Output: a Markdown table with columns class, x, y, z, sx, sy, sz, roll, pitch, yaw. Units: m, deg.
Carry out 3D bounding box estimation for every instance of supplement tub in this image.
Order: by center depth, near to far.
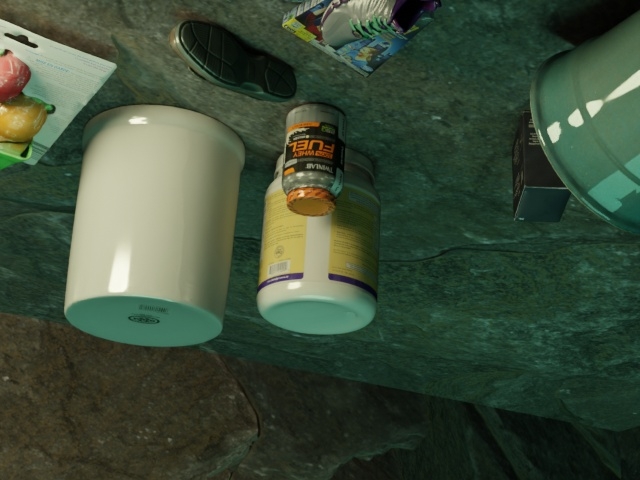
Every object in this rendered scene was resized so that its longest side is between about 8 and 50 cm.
| class | x | y | z | sx | sy | sz | roll | pitch | yaw |
| --- | --- | --- | --- | --- | --- | --- | --- | --- | --- |
| supplement tub | -0.012 | -0.148 | 2.234 | 0.117 | 0.190 | 0.117 | 2 | 157 | 1 |
| supplement tub | 0.000 | 0.000 | 2.402 | 0.241 | 0.331 | 0.241 | 3 | 157 | 1 |

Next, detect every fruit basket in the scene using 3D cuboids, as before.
| class | x | y | z | sx | sy | sz | roll | pitch | yaw |
| --- | --- | --- | --- | --- | --- | --- | --- | --- | --- |
| fruit basket | -0.584 | -0.278 | 2.113 | 0.327 | 0.165 | 0.353 | 17 | 138 | -31 |

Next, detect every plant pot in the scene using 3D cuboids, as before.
| class | x | y | z | sx | sy | sz | roll | pitch | yaw |
| --- | --- | --- | --- | --- | --- | --- | --- | --- | --- |
| plant pot | 0.557 | -0.234 | 1.823 | 0.341 | 0.341 | 0.334 | 15 | 146 | -26 |

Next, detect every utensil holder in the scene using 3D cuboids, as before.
| class | x | y | z | sx | sy | sz | roll | pitch | yaw |
| --- | --- | --- | --- | --- | --- | --- | --- | --- | --- |
| utensil holder | -0.324 | -0.019 | 2.337 | 0.327 | 0.385 | 0.327 | 3 | 158 | 1 |

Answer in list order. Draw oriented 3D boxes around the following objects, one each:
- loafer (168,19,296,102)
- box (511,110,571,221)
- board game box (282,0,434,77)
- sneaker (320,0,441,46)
| class | x | y | z | sx | sy | sz | roll | pitch | yaw |
| --- | --- | --- | --- | --- | --- | --- | --- | --- | --- |
| loafer | -0.161 | -0.292 | 2.047 | 0.267 | 0.096 | 0.084 | 21 | 157 | -40 |
| box | 0.415 | -0.136 | 2.246 | 0.093 | 0.158 | 0.156 | 2 | 158 | 2 |
| board game box | 0.075 | -0.356 | 1.896 | 0.194 | 0.060 | 0.194 | 26 | 146 | -37 |
| sneaker | 0.084 | -0.334 | 1.770 | 0.224 | 0.098 | 0.083 | -29 | 136 | 36 |
